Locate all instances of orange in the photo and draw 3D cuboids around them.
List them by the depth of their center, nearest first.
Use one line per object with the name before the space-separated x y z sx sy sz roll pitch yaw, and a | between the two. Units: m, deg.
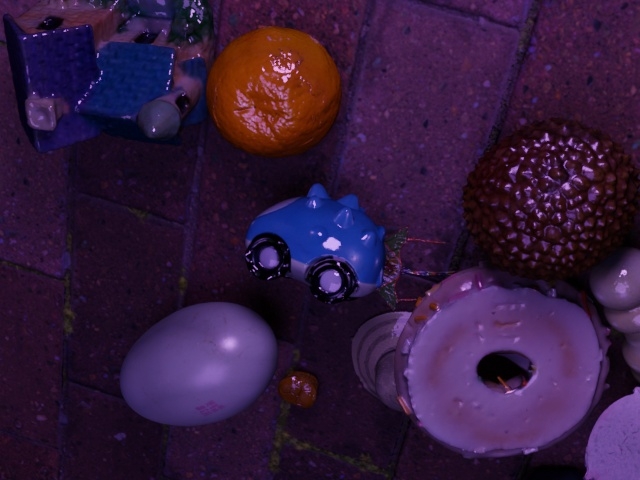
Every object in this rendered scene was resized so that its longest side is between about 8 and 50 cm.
orange | -0.074 -0.239 1.599 0.219 0.193 0.219 13 139 11

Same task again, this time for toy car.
toy car | 0.000 0.000 1.731 0.255 0.188 0.190 19 95 15

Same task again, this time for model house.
model house | -0.350 -0.271 1.611 0.312 0.280 0.245 11 123 10

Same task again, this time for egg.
egg | -0.242 0.246 1.926 0.371 0.230 0.230 -24 111 34

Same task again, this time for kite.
kite | 0.167 0.060 1.814 0.244 0.006 0.198 9 122 12

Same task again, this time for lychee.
lychee | 0.355 -0.071 1.519 0.267 0.267 0.267 8 122 13

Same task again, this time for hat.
hat | 0.162 0.263 1.878 0.252 0.110 0.252 8 124 12

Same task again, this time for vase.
vase | 0.645 0.431 1.699 0.250 0.250 0.445 -29 130 30

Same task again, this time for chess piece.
chess piece | 0.530 0.112 1.624 0.144 0.144 0.251 -22 121 28

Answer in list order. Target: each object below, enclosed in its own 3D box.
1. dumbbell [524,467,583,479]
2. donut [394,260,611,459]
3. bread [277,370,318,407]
dumbbell | 0.478 0.611 1.969 0.144 0.160 0.325 -15 118 -6
donut | 0.312 0.201 1.730 0.382 0.142 0.383 0 112 -1
bread | -0.042 0.302 2.006 0.083 0.046 0.081 44 125 -13
